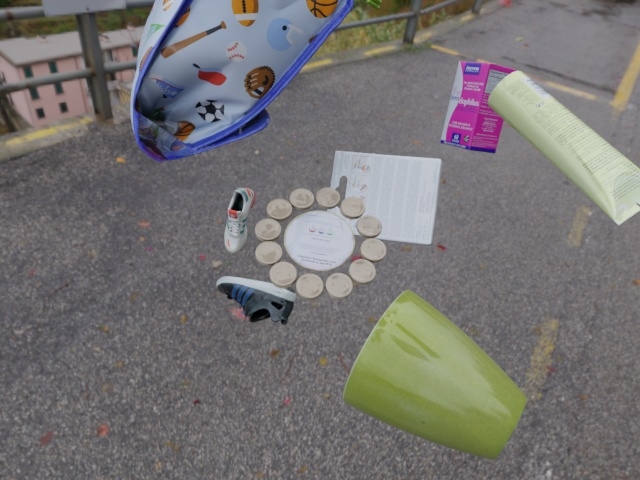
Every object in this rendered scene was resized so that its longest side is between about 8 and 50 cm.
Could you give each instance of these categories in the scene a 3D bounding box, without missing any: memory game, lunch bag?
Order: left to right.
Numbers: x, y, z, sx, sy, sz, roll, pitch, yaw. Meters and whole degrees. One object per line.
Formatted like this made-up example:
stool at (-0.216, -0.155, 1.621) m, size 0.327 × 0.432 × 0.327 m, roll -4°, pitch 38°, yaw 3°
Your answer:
lunch bag at (-0.174, -0.331, 0.810) m, size 0.239 × 0.385 × 0.328 m, roll 37°, pitch 11°, yaw -33°
memory game at (0.000, 0.000, 0.668) m, size 0.186 × 0.012 × 0.186 m, roll 3°, pitch 58°, yaw -4°

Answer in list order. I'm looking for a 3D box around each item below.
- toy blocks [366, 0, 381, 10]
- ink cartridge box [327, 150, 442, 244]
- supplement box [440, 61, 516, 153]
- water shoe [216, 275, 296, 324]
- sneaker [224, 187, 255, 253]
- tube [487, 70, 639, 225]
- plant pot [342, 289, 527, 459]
toy blocks at (0.189, -0.931, 1.436) m, size 0.191 × 0.261 × 0.381 m, roll 14°, pitch 55°, yaw -39°
ink cartridge box at (0.140, -0.094, 1.058) m, size 0.233 × 0.189 × 0.066 m, roll 7°, pitch -4°, yaw 16°
supplement box at (0.420, -0.355, 1.288) m, size 0.114 × 0.220 × 0.111 m, roll 0°, pitch 19°, yaw -32°
water shoe at (-0.142, 0.120, 0.957) m, size 0.203 × 0.073 × 0.080 m, roll 2°, pitch 72°, yaw 38°
sneaker at (-0.201, -0.048, 1.126) m, size 0.057 × 0.161 × 0.075 m, roll 17°, pitch 5°, yaw 12°
tube at (0.320, -0.124, 0.624) m, size 0.240 × 0.070 × 0.062 m, roll 52°, pitch 21°, yaw 24°
plant pot at (0.241, 0.288, 0.964) m, size 0.294 × 0.274 × 0.275 m, roll 29°, pitch 45°, yaw 23°
